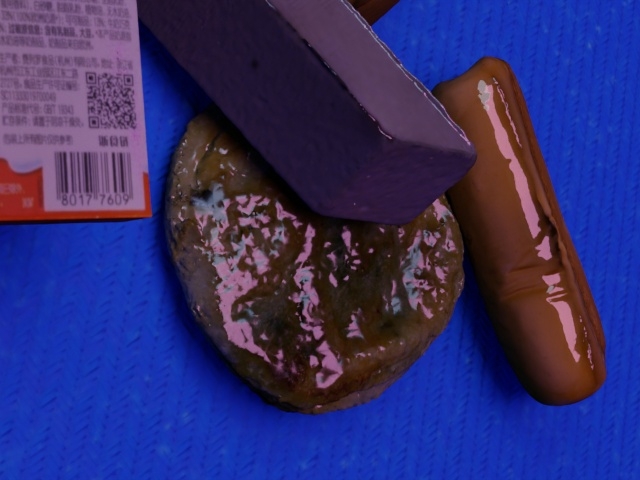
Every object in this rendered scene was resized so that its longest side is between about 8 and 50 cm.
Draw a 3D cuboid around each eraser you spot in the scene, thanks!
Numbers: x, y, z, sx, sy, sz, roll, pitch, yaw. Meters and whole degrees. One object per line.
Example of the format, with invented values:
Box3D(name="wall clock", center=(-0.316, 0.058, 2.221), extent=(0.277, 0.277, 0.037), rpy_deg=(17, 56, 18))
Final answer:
Box3D(name="eraser", center=(-0.039, -0.153, 1.151), extent=(0.352, 0.111, 0.077), rpy_deg=(48, 45, 2))

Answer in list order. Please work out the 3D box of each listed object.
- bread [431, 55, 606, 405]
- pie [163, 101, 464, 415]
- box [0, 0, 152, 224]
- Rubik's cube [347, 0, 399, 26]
Box3D(name="bread", center=(0.169, -0.006, 1.323), extent=(0.091, 0.142, 0.305), rpy_deg=(-19, 94, 9))
Box3D(name="pie", center=(0.000, 0.000, 1.227), extent=(0.277, 0.078, 0.277), rpy_deg=(7, 79, -35))
Box3D(name="box", center=(-0.238, -0.139, 0.950), extent=(0.273, 0.048, 0.265), rpy_deg=(-1, 86, -36))
Box3D(name="Rubik's cube", center=(0.012, -0.298, 1.197), extent=(0.254, 0.254, 0.254), rpy_deg=(5, 80, -33))
